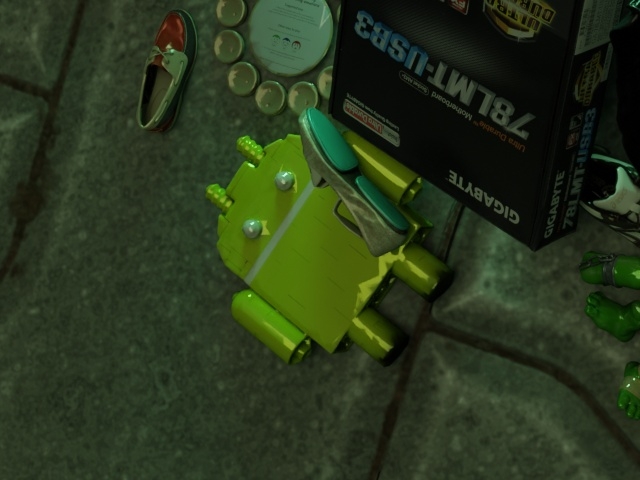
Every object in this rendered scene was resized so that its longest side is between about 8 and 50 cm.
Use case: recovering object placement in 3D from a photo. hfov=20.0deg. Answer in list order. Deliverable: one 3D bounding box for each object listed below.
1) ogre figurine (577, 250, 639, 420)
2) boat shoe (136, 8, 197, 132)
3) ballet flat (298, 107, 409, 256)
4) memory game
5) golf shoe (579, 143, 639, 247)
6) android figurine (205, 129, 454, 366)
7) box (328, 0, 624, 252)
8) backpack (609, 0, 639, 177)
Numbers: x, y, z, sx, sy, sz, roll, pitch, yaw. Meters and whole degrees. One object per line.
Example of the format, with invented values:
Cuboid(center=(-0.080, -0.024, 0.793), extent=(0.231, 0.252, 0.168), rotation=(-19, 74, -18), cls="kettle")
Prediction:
Cuboid(center=(0.326, 0.089, 1.713), extent=(0.118, 0.097, 0.197), rotation=(-28, 64, 39), cls="ogre figurine")
Cuboid(center=(-0.168, -0.183, 1.955), extent=(0.049, 0.043, 0.137), rotation=(15, 95, 25), cls="boat shoe")
Cuboid(center=(0.020, -0.055, 1.807), extent=(0.052, 0.057, 0.168), rotation=(-43, 77, 27), cls="ballet flat")
Cuboid(center=(-0.031, -0.220, 1.910), extent=(0.186, 0.012, 0.186), rotation=(0, 90, 25), cls="memory game")
Cuboid(center=(0.305, -0.025, 1.717), extent=(0.198, 0.094, 0.077), rotation=(28, 100, 20), cls="golf shoe")
Cuboid(center=(0.000, 0.000, 1.876), extent=(0.273, 0.056, 0.248), rotation=(40, 106, 17), cls="android figurine")
Cuboid(center=(0.138, -0.185, 1.698), extent=(0.295, 0.073, 0.293), rotation=(38, 134, 35), cls="box")
Cuboid(center=(0.391, -0.142, 1.589), extent=(0.213, 0.276, 0.263), rotation=(33, 142, 20), cls="backpack")
